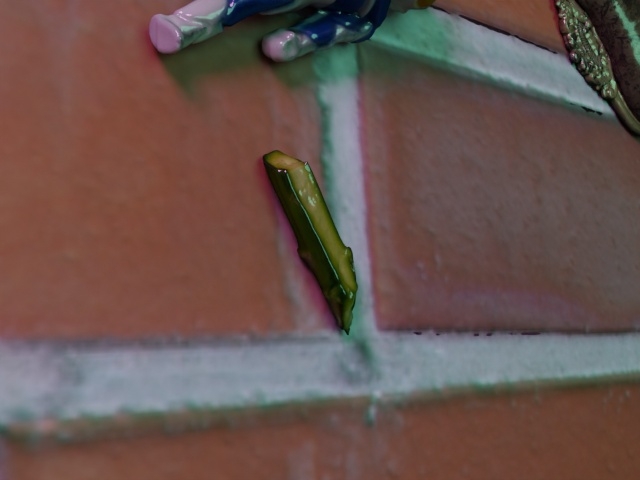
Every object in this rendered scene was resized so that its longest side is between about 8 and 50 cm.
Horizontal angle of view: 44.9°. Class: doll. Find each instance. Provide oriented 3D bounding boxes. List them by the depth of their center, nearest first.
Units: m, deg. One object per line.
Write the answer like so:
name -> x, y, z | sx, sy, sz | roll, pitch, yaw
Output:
doll -> 0.010, -0.158, 0.430 | 0.227, 0.057, 0.114 | -17, 119, -45

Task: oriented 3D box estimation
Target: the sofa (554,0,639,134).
sofa -> 0.315, -0.219, 0.615 | 0.182, 0.200, 0.258 | -47, 111, -39

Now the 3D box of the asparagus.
asparagus -> -0.001, 0.000, 0.415 | 0.025, 0.021, 0.108 | -28, 98, -41
